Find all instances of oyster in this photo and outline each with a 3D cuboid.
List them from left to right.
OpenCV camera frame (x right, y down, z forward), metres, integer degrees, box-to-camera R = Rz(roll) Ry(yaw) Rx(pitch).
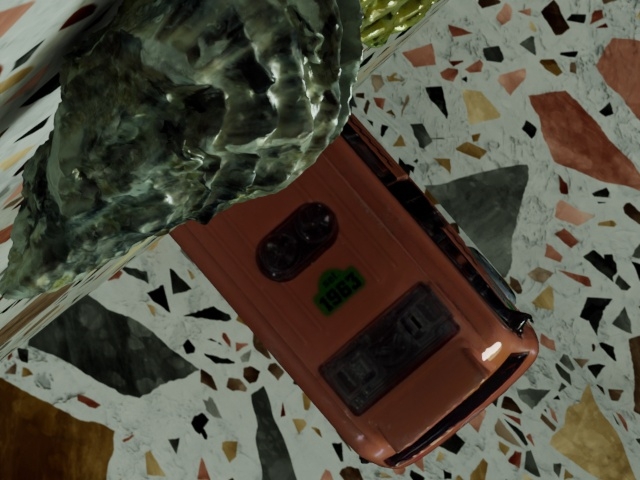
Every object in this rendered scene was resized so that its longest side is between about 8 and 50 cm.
[{"bbox_3d":[-0.104,-0.078,1.212,0.351,0.162,0.158,-43,159,25],"label":"oyster"}]

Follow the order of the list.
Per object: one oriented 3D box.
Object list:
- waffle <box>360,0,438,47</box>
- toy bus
[{"bbox_3d":[0.105,-0.284,1.603,0.317,0.073,0.297,-45,168,19],"label":"waffle"},{"bbox_3d":[0.000,0.000,1.603,0.203,0.427,0.233,-41,177,8],"label":"toy bus"}]
